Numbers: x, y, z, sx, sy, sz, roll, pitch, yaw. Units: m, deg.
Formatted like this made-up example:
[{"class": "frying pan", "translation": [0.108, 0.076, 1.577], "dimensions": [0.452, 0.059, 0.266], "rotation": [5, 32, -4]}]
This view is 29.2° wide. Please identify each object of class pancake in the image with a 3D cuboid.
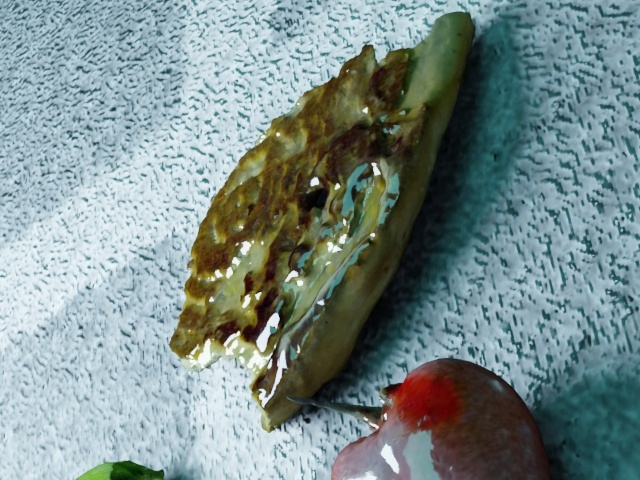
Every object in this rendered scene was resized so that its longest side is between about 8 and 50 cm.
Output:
[{"class": "pancake", "translation": [0.000, 0.000, 0.738], "dimensions": [0.257, 0.056, 0.212], "rotation": [-39, 38, 36]}]

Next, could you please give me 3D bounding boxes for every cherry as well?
[{"class": "cherry", "translation": [0.058, 0.119, 0.586], "dimensions": [0.106, 0.087, 0.126], "rotation": [-28, 69, 26]}]

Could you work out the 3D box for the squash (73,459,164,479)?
[{"class": "squash", "translation": [-0.199, 0.258, 0.786], "dimensions": [0.292, 0.082, 0.082], "rotation": [-56, 40, 8]}]
